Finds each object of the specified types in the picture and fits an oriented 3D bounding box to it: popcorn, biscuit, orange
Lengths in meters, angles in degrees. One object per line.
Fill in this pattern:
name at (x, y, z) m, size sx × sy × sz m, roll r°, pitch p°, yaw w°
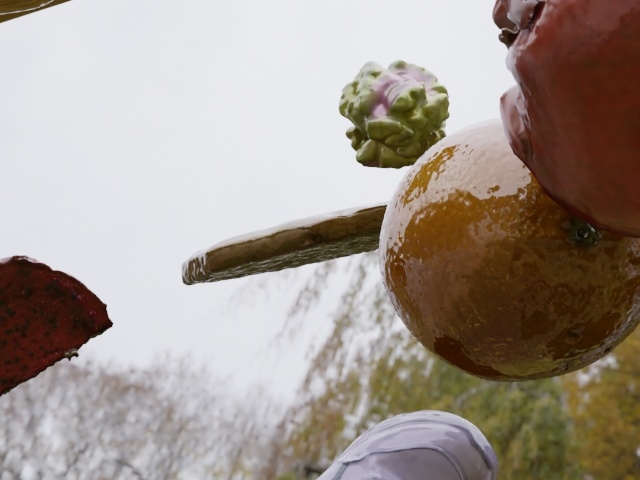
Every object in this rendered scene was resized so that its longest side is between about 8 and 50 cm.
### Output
popcorn at (0.087, -0.148, 1.630) m, size 0.145 × 0.126 × 0.126 m, roll 17°, pitch -41°, yaw 53°
biscuit at (-0.001, 0.000, 1.739) m, size 0.359 × 0.046 × 0.359 m, roll -12°, pitch -5°, yaw -1°
orange at (0.140, 0.005, 0.971) m, size 0.206 × 0.206 × 0.206 m, roll 13°, pitch -34°, yaw 9°

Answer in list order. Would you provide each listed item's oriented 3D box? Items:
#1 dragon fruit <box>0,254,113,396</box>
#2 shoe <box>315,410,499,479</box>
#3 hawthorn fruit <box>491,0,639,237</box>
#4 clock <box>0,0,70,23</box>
dragon fruit at (-0.262, 0.062, 1.123) m, size 0.106 × 0.162 × 0.083 m, roll 65°, pitch -16°, yaw -20°
shoe at (0.021, 0.219, 1.052) m, size 0.245 × 0.137 × 0.095 m, roll -36°, pitch -86°, yaw 25°
hawthorn fruit at (0.239, -0.096, 0.775) m, size 0.299 × 0.211 × 0.211 m, roll 11°, pitch -35°, yaw 19°
clock at (-0.223, -0.346, 1.296) m, size 0.317 × 0.244 × 0.200 m, roll -13°, pitch -5°, yaw 3°
